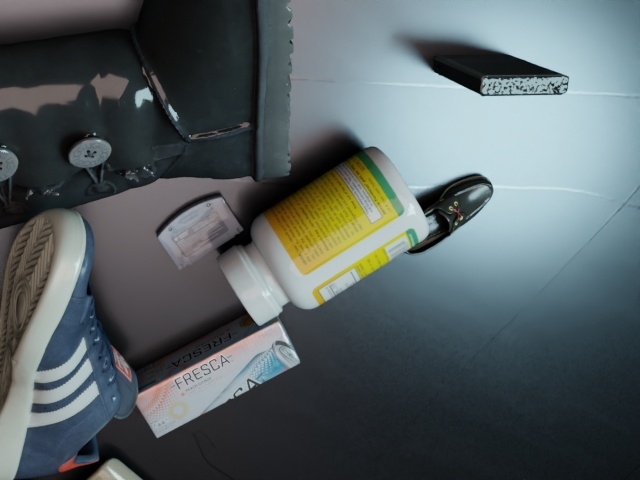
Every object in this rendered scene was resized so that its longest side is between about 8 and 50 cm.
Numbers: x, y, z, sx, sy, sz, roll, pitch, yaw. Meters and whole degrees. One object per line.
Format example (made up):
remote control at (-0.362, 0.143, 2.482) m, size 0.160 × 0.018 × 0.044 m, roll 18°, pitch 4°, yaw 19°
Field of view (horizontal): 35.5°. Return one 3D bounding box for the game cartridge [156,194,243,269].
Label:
game cartridge at (-0.132, -0.012, 1.082) m, size 0.083 × 0.017 × 0.056 m, roll -32°, pitch 117°, yaw -2°

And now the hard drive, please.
hard drive at (0.185, -0.172, 1.039) m, size 0.094 × 0.135 × 0.022 m, roll -3°, pitch 110°, yaw -14°

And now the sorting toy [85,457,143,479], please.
sorting toy at (-0.256, 0.365, 1.170) m, size 0.196 × 0.047 × 0.348 m, roll -43°, pitch 114°, yaw -1°

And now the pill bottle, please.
pill bottle at (0.000, 0.000, 1.064) m, size 0.208 × 0.117 × 0.118 m, roll -33°, pitch 114°, yaw -1°

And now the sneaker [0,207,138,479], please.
sneaker at (-0.248, 0.110, 1.013) m, size 0.148 × 0.131 × 0.350 m, roll 4°, pitch 132°, yaw -27°

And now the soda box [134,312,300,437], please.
soda box at (-0.120, 0.144, 1.117) m, size 0.183 × 0.058 × 0.063 m, roll -27°, pitch 113°, yaw -3°

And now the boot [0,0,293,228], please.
boot at (-0.253, -0.163, 0.883) m, size 0.445 × 0.146 × 0.367 m, roll -9°, pitch 133°, yaw -9°

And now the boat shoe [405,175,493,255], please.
boat shoe at (0.143, -0.026, 1.134) m, size 0.133 × 0.042 × 0.049 m, roll -32°, pitch 112°, yaw -3°
